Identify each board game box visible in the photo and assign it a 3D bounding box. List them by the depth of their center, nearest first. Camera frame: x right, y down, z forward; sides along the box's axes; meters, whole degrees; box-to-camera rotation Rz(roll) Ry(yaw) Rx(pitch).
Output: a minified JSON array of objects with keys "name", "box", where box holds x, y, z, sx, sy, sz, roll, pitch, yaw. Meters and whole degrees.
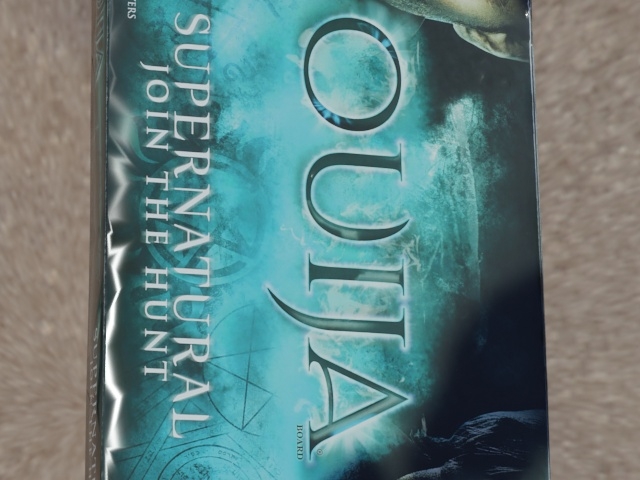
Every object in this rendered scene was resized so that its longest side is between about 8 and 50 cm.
[{"name":"board game box","box":[0.000,0.000,0.542,0.126,0.026,0.186,3,76,-17]}]
